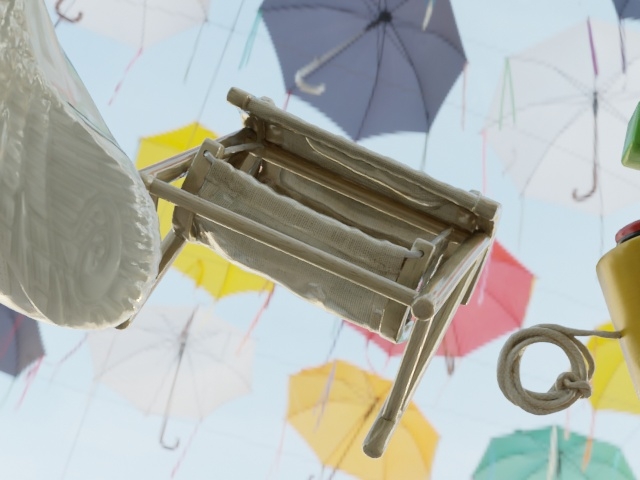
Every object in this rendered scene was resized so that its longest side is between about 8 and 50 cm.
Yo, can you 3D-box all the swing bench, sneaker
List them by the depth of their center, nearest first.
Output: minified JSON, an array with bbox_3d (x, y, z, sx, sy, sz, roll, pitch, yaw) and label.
[{"bbox_3d":[-0.130,-0.065,0.408,0.086,0.085,0.237,14,-44,38],"label":"sneaker"},{"bbox_3d":[0.000,0.000,0.988,0.253,0.255,0.165,24,-53,11],"label":"swing bench"}]

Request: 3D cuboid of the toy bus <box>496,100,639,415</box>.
[{"bbox_3d":[0.204,0.012,0.500,0.191,0.202,0.104,29,-19,13],"label":"toy bus"}]
